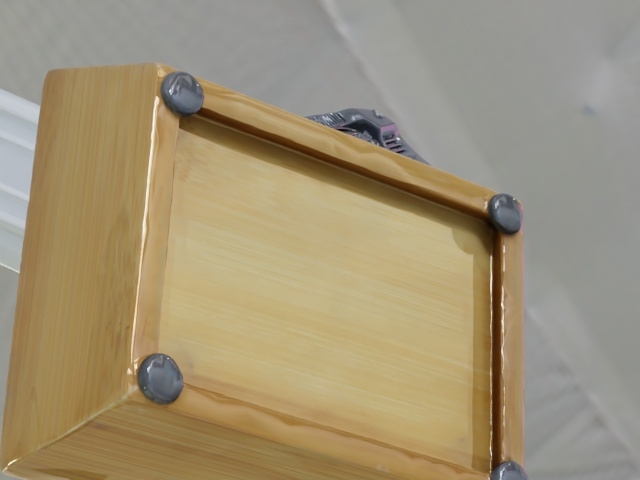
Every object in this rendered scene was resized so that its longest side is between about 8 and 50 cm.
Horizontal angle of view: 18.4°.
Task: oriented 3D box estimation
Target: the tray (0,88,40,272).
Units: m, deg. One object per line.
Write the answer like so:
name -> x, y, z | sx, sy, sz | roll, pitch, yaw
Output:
tray -> -0.220, -0.040, 1.640 | 0.030, 0.270, 0.145 | 88, -152, -63

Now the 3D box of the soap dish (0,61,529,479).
soap dish -> -0.017, 0.043, 1.047 | 0.291, 0.228, 0.118 | 19, -31, -29

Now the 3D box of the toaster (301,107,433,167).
toaster -> 0.000, 0.000, 1.388 | 0.146, 0.129, 0.227 | -54, -14, 21
